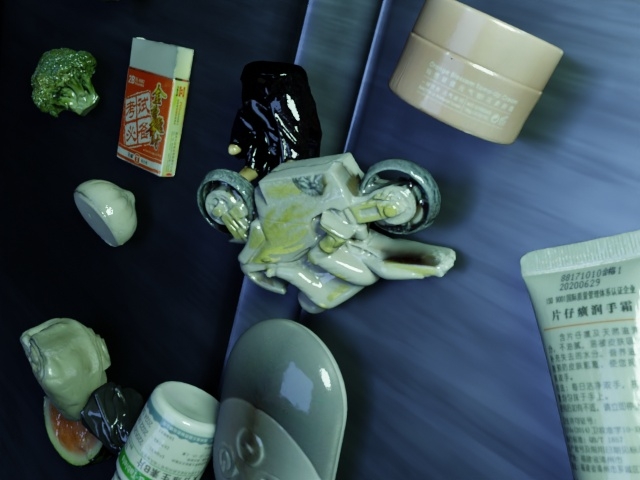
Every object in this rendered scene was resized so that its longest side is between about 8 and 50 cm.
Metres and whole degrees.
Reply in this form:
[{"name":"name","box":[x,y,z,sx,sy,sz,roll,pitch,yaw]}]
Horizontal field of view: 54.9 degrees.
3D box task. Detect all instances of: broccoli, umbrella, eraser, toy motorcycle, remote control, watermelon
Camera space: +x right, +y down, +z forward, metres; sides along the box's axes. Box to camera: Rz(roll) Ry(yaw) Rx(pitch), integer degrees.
[{"name":"broccoli","box":[-0.529,-0.324,1.277,0.162,0.146,0.138,-34,100,22]},{"name":"umbrella","box":[-0.322,0.406,1.135,0.340,0.118,0.118,45,120,22]},{"name":"eraser","box":[-0.307,-0.247,1.132,0.157,0.038,0.230,24,108,40]},{"name":"toy motorcycle","box":[0.000,0.000,0.789,0.341,0.108,0.222,-3,118,31]},{"name":"remote control","box":[-0.064,0.274,0.882,0.221,0.104,0.331,18,102,37]},{"name":"watermelon","box":[-0.518,0.411,1.315,0.245,0.063,0.119,17,109,39]}]

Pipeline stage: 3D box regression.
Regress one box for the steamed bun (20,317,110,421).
[{"name":"steamed bun","box":[-0.507,0.247,1.261,0.211,0.144,0.217,35,145,42]}]

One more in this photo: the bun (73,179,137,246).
[{"name":"bun","box":[-0.400,-0.063,1.188,0.138,0.094,0.138,37,150,25]}]

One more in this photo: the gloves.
[{"name":"gloves","box":[-0.063,-0.136,0.863,0.164,0.124,0.203,31,130,48]}]

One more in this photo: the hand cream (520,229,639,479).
[{"name":"hand cream","box":[0.272,0.152,0.588,0.140,0.089,0.314,-12,79,41]}]

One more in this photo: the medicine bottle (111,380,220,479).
[{"name":"medicine bottle","box":[-0.260,0.362,1.004,0.139,0.139,0.236,34,97,36]}]

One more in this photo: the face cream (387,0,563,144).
[{"name":"face cream","box":[0.157,-0.177,0.637,0.149,0.149,0.104,41,118,34]}]
